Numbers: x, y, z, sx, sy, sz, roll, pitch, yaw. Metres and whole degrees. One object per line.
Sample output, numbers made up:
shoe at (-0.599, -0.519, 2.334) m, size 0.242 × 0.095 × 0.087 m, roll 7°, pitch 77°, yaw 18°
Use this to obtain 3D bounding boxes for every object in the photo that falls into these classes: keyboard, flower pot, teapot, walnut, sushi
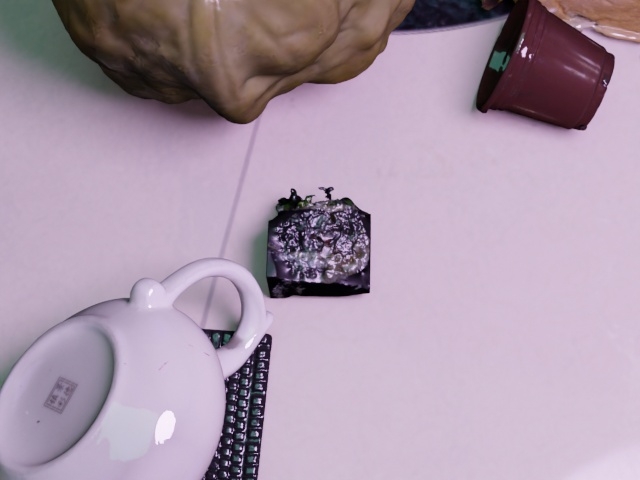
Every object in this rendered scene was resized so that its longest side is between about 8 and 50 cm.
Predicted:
keyboard at (-0.077, 0.170, 1.288) m, size 0.061 × 0.013 × 0.204 m, roll 4°, pitch 70°, yaw 5°
flower pot at (0.191, -0.141, 1.350) m, size 0.089 × 0.111 × 0.111 m, roll 22°, pitch 72°, yaw -5°
teapot at (-0.148, 0.136, 1.233) m, size 0.298 × 0.139 × 0.204 m, roll -55°, pitch 37°, yaw -7°
walnut at (-0.073, -0.228, 1.297) m, size 0.282 × 0.277 × 0.253 m, roll -31°, pitch 79°, yaw 4°
sushi at (0.000, 0.000, 1.325) m, size 0.083 × 0.056 × 0.085 m, roll 2°, pitch 71°, yaw 3°

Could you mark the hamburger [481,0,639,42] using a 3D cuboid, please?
hamburger at (0.239, -0.257, 1.366) m, size 0.207 × 0.155 × 0.135 m, roll 8°, pitch 66°, yaw 13°
